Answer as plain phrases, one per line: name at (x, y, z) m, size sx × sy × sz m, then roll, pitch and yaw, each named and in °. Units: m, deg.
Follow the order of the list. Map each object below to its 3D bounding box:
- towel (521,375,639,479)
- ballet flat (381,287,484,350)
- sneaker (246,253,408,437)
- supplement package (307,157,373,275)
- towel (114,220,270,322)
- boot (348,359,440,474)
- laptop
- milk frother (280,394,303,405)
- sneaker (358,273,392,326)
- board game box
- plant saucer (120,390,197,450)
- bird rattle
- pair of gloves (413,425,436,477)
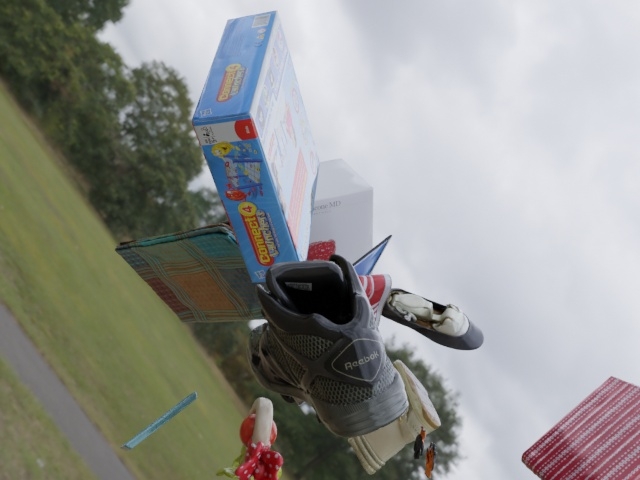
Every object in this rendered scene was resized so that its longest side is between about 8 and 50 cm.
towel at (0.395, 0.278, 1.135) m, size 0.031 × 0.199 × 0.275 m, roll 51°, pitch -5°, yaw -7°
ballet flat at (0.192, 0.132, 1.441) m, size 0.203 × 0.074 × 0.074 m, roll 22°, pitch -12°, yaw 0°
sneaker at (-0.012, 0.068, 0.692) m, size 0.227 × 0.087 × 0.130 m, roll -167°, pitch -120°, yaw -70°
supplement package at (0.000, 0.000, 1.790) m, size 0.175 × 0.178 × 0.292 m, roll -130°, pitch -147°, yaw -55°
towel at (-0.237, 0.082, 1.764) m, size 0.370 × 0.040 × 0.271 m, roll -8°, pitch -50°, yaw 40°
boot at (0.150, 0.396, 1.904) m, size 0.095 × 0.203 × 0.262 m, roll 46°, pitch 8°, yaw -23°
laptop at (0.063, 0.161, 1.534) m, size 0.234 × 0.137 × 0.264 m, roll 114°, pitch -30°, yaw -48°
milk frother at (-0.050, 0.334, 2.157) m, size 0.134 × 0.143 × 0.129 m, roll 51°, pitch -29°, yaw 9°
sneaker at (0.061, 0.102, 1.290) m, size 0.042 × 0.067 × 0.118 m, roll 53°, pitch -47°, yaw 53°
board game box at (-0.086, -0.147, 1.308) m, size 0.308 × 0.086 × 0.301 m, roll -83°, pitch 162°, yaw -49°
plant saucer at (-0.350, 0.396, 1.837) m, size 0.018 × 0.192 × 0.067 m, roll 54°, pitch -28°, yaw 2°
bird rattle at (-0.144, 0.433, 1.773) m, size 0.253 × 0.143 × 0.206 m, roll 103°, pitch -6°, yaw -66°
pair of gloves at (0.205, 0.417, 1.658) m, size 0.083 × 0.010 × 0.074 m, roll -128°, pitch -137°, yaw -60°
